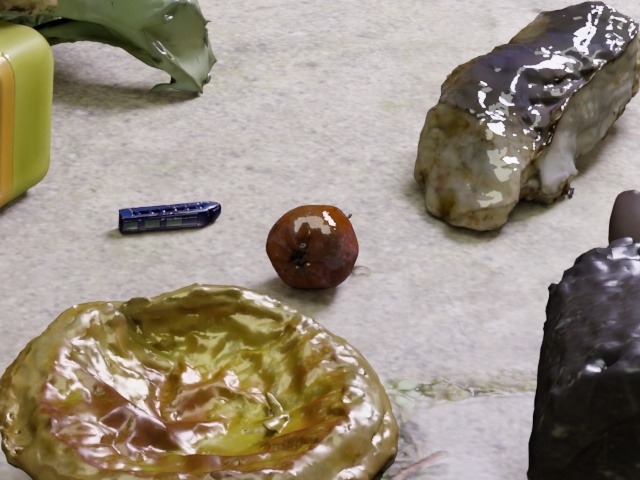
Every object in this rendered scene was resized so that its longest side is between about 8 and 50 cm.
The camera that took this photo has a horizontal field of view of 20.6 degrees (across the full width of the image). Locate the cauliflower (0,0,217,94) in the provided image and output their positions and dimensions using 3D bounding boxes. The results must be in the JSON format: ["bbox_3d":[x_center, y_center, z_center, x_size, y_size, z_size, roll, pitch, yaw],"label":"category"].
[{"bbox_3d":[-0.232,-0.277,1.580,0.281,0.260,0.327,12,53,20],"label":"cauliflower"}]

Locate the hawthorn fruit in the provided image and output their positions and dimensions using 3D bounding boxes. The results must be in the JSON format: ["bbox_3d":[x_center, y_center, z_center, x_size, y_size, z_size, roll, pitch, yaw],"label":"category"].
[{"bbox_3d":[0.000,0.000,1.319,0.067,0.067,0.103,12,17,13],"label":"hawthorn fruit"}]

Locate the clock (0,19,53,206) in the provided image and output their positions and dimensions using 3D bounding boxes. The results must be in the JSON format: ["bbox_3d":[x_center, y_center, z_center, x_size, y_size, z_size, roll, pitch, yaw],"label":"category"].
[{"bbox_3d":[-0.316,-0.111,1.382,0.202,0.143,0.096,15,28,20],"label":"clock"}]

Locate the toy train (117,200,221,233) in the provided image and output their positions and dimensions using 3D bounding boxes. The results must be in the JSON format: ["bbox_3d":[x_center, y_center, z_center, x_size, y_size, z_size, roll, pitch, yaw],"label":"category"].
[{"bbox_3d":[-0.116,-0.018,1.374,0.083,0.017,0.017,-6,33,-18],"label":"toy train"}]

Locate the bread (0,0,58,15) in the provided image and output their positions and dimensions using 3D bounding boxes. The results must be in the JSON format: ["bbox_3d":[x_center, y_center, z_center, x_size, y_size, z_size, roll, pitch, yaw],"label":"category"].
[{"bbox_3d":[-0.295,-0.269,1.389,0.245,0.121,0.174,17,73,20],"label":"bread"}]

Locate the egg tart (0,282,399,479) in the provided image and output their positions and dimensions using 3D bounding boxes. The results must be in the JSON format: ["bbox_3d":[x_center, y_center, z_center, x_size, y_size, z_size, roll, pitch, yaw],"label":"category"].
[{"bbox_3d":[-0.072,0.116,1.044,0.241,0.106,0.241,5,31,-3],"label":"egg tart"}]

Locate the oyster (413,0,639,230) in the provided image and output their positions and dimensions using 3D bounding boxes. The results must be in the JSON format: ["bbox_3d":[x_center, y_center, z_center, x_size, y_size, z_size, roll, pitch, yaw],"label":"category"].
[{"bbox_3d":[0.190,-0.124,1.517,0.341,0.110,0.166,-33,39,-30],"label":"oyster"}]

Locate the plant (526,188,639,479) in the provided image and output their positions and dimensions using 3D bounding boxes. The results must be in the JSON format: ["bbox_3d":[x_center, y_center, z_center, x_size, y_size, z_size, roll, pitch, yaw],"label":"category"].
[{"bbox_3d":[0.221,0.071,1.069,0.181,0.194,0.320,2,20,14],"label":"plant"}]
